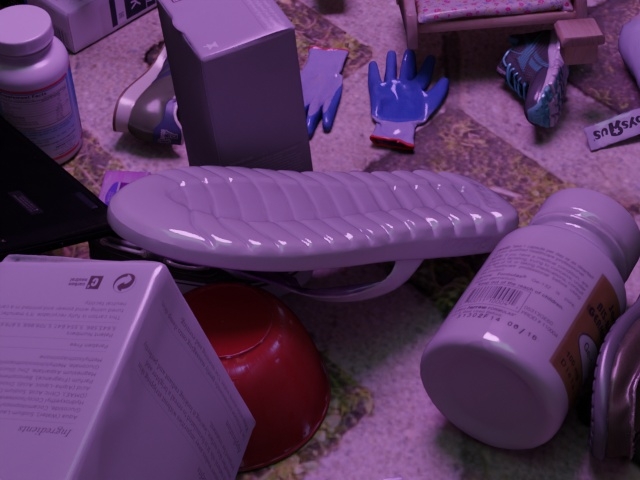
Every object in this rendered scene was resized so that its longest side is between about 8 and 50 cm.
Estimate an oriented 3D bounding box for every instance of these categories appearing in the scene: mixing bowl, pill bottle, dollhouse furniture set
[{"bbox_3d":[-0.083,0.102,1.324,0.181,0.098,0.181,-2,44,2],"label":"mixing bowl"},{"bbox_3d":[0.194,0.061,1.326,0.131,0.131,0.229,20,49,22],"label":"pill bottle"},{"bbox_3d":[0.125,-0.330,1.653,0.303,0.174,0.355,-6,31,-2],"label":"dollhouse furniture set"},{"bbox_3d":[-0.298,-0.159,1.559,0.087,0.160,0.087,-1,44,1],"label":"pill bottle"}]

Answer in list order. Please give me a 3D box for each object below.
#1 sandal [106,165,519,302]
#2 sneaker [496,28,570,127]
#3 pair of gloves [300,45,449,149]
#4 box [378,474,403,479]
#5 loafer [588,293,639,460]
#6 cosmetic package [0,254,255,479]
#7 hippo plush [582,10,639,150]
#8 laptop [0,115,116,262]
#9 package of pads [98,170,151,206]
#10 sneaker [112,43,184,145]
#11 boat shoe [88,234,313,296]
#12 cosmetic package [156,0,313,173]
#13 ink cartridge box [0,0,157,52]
[{"bbox_3d":[0.007,0.007,1.379,0.416,0.102,0.169,-2,26,-29],"label":"sandal"},{"bbox_3d":[0.226,-0.175,1.628,0.076,0.065,0.166,1,36,15],"label":"sneaker"},{"bbox_3d":[0.036,-0.161,1.643,0.198,0.023,0.159,9,45,11],"label":"pair of gloves"},{"bbox_3d":[-0.023,0.281,1.172,0.233,0.044,0.159,-12,44,-9],"label":"box"},{"bbox_3d":[0.302,0.097,1.310,0.087,0.094,0.251,17,47,23],"label":"loafer"},{"bbox_3d":[-0.198,0.223,1.076,0.156,0.217,0.385,2,48,25],"label":"cosmetic package"},{"bbox_3d":[0.403,-0.232,1.543,0.294,0.237,0.234,-21,47,-18],"label":"hippo plush"},{"bbox_3d":[-0.474,0.021,1.437,0.408,0.236,0.382,-16,42,-42],"label":"laptop"},{"bbox_3d":[-0.198,-0.035,1.518,0.050,0.032,0.083,1,44,6],"label":"package of pads"},{"bbox_3d":[-0.143,-0.168,1.636,0.086,0.064,0.192,21,49,13],"label":"sneaker"},{"bbox_3d":[-0.116,0.009,1.441,0.219,0.070,0.078,2,44,5],"label":"boat shoe"},{"bbox_3d":[-0.079,-0.129,1.461,0.107,0.238,0.127,-19,47,-16],"label":"cosmetic package"},{"bbox_3d":[-0.223,-0.355,1.828,0.332,0.065,0.165,-36,53,-28],"label":"ink cartridge box"}]
